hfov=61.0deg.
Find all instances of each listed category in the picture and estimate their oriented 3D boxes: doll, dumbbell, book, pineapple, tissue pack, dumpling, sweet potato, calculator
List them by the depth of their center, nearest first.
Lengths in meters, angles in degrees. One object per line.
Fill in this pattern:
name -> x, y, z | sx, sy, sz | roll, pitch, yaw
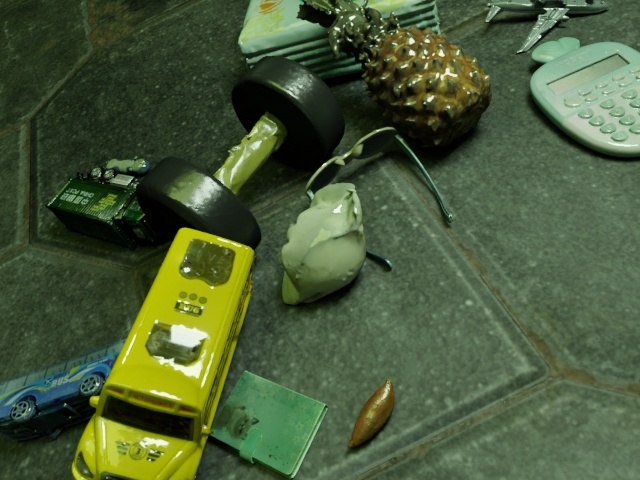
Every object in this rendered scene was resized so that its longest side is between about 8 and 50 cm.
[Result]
sweet potato -> 0.065, 0.214, 0.663 | 0.034, 0.034, 0.095 | 28, 78, 35
book -> -0.071, 0.237, 0.705 | 0.135, 0.017, 0.103 | 14, 59, 30
dumpling -> -0.004, 0.000, 0.805 | 0.181, 0.111, 0.155 | -28, 42, 15
calculator -> 0.449, -0.240, 0.875 | 0.184, 0.042, 0.295 | -23, 51, 2
dumbbell -> -0.123, -0.127, 0.893 | 0.203, 0.204, 0.322 | 22, 64, 33
pineapple -> 0.120, -0.313, 0.919 | 0.175, 0.175, 0.361 | -37, 71, -10
tissue pack -> 0.045, -0.473, 1.136 | 0.388, 0.162, 0.287 | -8, 48, 14
doll -> -0.410, -0.157, 1.143 | 0.125, 0.027, 0.037 | 5, 63, 24

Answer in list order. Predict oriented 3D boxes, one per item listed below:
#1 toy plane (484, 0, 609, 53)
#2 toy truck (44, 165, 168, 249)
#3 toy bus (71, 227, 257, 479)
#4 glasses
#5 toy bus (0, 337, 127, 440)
toy plane -> 0.428, -0.451, 1.040 | 0.226, 0.058, 0.226 | 4, 70, 24
toy truck -> -0.379, -0.064, 1.019 | 0.259, 0.088, 0.121 | 12, 57, 30
toy bus -> -0.182, 0.149, 0.686 | 0.144, 0.152, 0.330 | 17, 48, -5
glasses -> 0.092, -0.081, 0.851 | 0.189, 0.088, 0.220 | -34, 49, -8
toy bus -> -0.361, 0.217, 0.791 | 0.236, 0.079, 0.094 | -20, 47, 5
